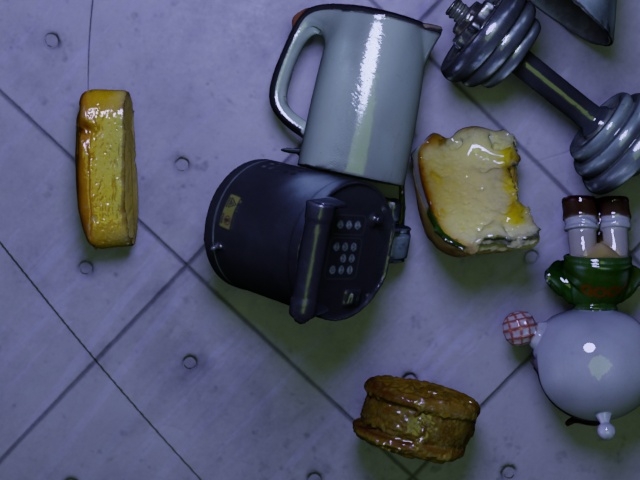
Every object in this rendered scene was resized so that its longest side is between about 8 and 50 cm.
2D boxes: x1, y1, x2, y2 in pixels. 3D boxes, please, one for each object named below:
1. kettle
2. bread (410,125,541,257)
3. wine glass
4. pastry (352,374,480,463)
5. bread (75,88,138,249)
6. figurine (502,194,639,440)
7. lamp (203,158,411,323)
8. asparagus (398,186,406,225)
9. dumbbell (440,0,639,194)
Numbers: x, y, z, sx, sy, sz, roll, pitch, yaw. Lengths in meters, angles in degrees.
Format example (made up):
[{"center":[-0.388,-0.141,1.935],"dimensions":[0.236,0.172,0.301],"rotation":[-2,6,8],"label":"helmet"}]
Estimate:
[{"center":[0.042,-0.223,1.872],"dimensions":[0.240,0.165,0.255],"rotation":[12,94,8],"label":"kettle"},{"center":[0.236,-0.050,1.914],"dimensions":[0.174,0.251,0.133],"rotation":[-10,140,-2],"label":"bread"},{"center":[0.433,-0.518,1.798],"dimensions":[0.267,0.267,0.406],"rotation":[37,94,-5],"label":"wine glass"},{"center":[0.146,0.271,1.919],"dimensions":[0.189,0.189,0.103],"rotation":[13,93,-3],"label":"pastry"},{"center":[-0.329,-0.108,1.902],"dimensions":[0.094,0.102,0.245],"rotation":[-1,98,-4],"label":"bread"},{"center":[0.424,0.116,1.922],"dimensions":[0.281,0.167,0.370],"rotation":[2,87,-6],"label":"figurine"},{"center":[-0.044,-0.006,1.828],"dimensions":[0.272,0.374,0.205],"rotation":[12,98,24],"label":"lamp"},{"center":[0.127,-0.082,1.963],"dimensions":[0.016,0.013,0.166],"rotation":[-2,97,-12],"label":"asparagus"},{"center":[0.352,-0.225,1.866],"dimensions":[0.406,0.179,0.179],"rotation":[38,94,-8],"label":"dumbbell"}]
